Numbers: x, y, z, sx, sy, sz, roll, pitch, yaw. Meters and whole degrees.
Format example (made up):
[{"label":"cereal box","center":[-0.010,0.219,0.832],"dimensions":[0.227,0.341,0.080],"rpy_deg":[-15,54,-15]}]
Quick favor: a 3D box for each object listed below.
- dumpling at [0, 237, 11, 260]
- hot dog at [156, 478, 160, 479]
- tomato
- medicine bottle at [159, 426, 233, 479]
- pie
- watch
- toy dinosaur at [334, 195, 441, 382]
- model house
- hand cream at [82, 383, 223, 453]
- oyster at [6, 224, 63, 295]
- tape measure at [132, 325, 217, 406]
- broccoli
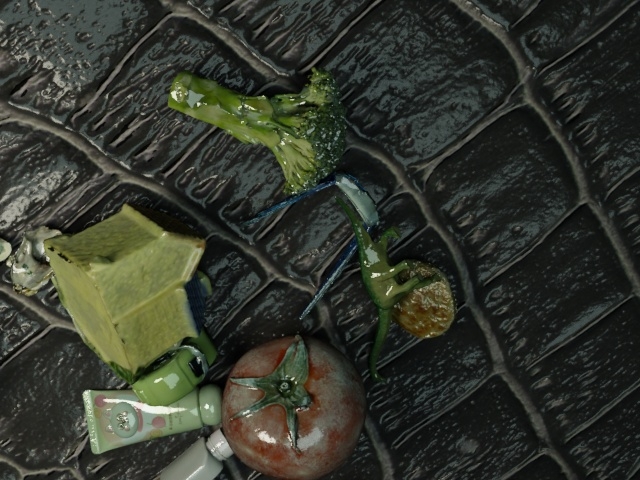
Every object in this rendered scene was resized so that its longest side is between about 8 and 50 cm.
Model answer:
[{"label":"dumpling","center":[-0.675,0.021,1.705],"dimensions":[0.077,0.043,0.059],"rpy_deg":[-15,126,-23]},{"label":"hot dog","center":[-0.398,0.616,1.937],"dimensions":[0.044,0.028,0.137],"rpy_deg":[33,95,8]},{"label":"tomato","center":[-0.056,0.360,1.785],"dimensions":[0.317,0.316,0.282],"rpy_deg":[-20,147,-5]},{"label":"medicine bottle","center":[-0.275,0.507,1.883],"dimensions":[0.183,0.119,0.069],"rpy_deg":[-42,109,0]},{"label":"pie","center":[0.225,0.131,1.900],"dimensions":[0.163,0.079,0.193],"rpy_deg":[-10,106,6]},{"label":"watch","center":[0.011,0.007,1.824],"dimensions":[0.275,0.068,0.276],"rpy_deg":[-30,110,-3]},{"label":"toy dinosaur","center":[0.102,0.111,1.849],"dimensions":[0.301,0.087,0.447],"rpy_deg":[-31,105,36]},{"label":"model house","center":[-0.375,0.082,1.709],"dimensions":[0.266,0.261,0.321],"rpy_deg":[-33,130,-27]},{"label":"hand cream","center":[-0.366,0.382,1.853],"dimensions":[0.306,0.093,0.147],"rpy_deg":[-8,95,-2]},{"label":"oyster","center":[-0.594,0.043,1.721],"dimensions":[0.108,0.053,0.165],"rpy_deg":[36,89,-37]},{"label":"tape measure","center":[-0.321,0.275,1.778],"dimensions":[0.200,0.175,0.106],"rpy_deg":[-28,107,-2]},{"label":"broccoli","center":[-0.112,-0.261,1.672],"dimensions":[0.361,0.221,0.252],"rpy_deg":[34,131,-17]}]
